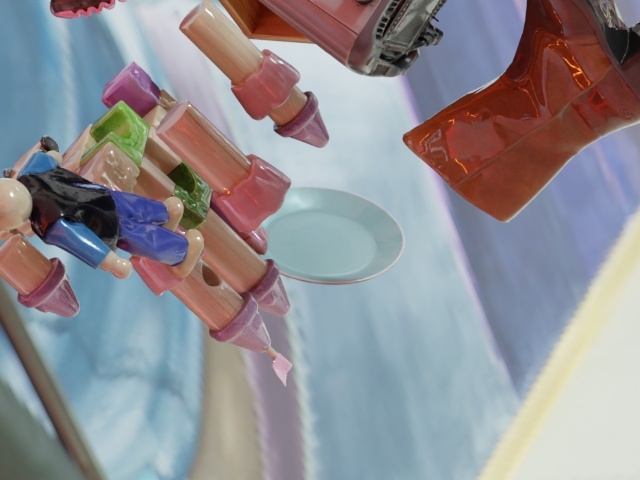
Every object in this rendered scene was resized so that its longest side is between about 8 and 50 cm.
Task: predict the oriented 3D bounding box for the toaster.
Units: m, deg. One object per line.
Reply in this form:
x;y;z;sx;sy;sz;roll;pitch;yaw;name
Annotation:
0.027;-0.221;1.555;0.129;0.146;0.227;-56;-10;12;toaster

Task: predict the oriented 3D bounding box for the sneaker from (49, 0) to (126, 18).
-0.155;-0.209;1.433;0.119;0.057;0.047;-27;19;-8;sneaker

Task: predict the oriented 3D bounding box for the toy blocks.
-0.128;-0.013;1.814;0.309;0.260;0.288;-37;24;22;toy blocks

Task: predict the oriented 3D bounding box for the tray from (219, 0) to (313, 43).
-0.070;-0.360;2.114;0.203;0.411;0.076;7;66;29;tray

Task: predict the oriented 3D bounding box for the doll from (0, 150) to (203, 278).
-0.169;-0.015;1.390;0.046;0.189;0.129;-50;52;22;doll

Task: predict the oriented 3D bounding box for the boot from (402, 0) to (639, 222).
0.185;-0.174;1.866;0.280;0.264;0.096;-36;24;39;boot

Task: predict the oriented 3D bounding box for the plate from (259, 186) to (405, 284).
0.000;0.000;2.103;0.188;0.024;0.188;6;34;-4;plate
